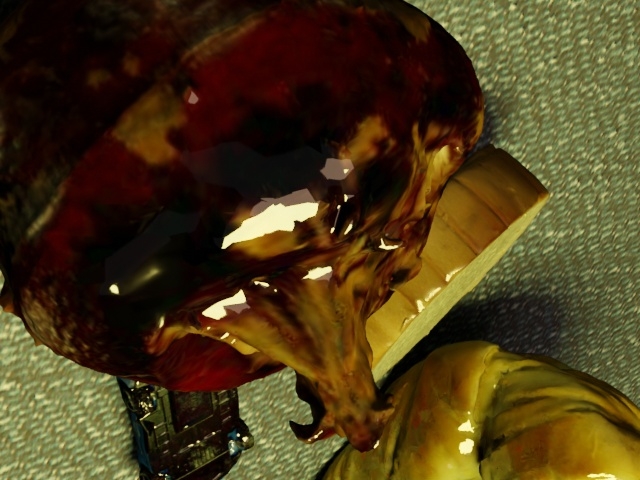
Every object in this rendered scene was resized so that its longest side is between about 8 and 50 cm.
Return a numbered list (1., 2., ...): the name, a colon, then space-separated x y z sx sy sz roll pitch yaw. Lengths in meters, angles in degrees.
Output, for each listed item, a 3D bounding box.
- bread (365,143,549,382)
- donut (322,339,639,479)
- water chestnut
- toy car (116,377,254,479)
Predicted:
1. bread: 0.085 0.024 1.205 0.236 0.070 0.236 -44 171 -8
2. donut: 0.157 0.270 1.365 0.170 0.360 0.360 12 116 -48
3. water chestnut: -0.043 -0.023 0.912 0.335 0.347 0.335 -29 150 -19
4. toy car: -0.115 0.138 1.207 0.103 0.063 0.216 -27 144 -21
